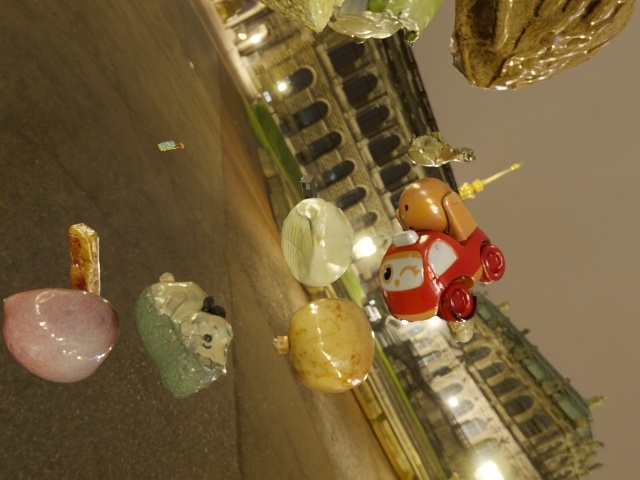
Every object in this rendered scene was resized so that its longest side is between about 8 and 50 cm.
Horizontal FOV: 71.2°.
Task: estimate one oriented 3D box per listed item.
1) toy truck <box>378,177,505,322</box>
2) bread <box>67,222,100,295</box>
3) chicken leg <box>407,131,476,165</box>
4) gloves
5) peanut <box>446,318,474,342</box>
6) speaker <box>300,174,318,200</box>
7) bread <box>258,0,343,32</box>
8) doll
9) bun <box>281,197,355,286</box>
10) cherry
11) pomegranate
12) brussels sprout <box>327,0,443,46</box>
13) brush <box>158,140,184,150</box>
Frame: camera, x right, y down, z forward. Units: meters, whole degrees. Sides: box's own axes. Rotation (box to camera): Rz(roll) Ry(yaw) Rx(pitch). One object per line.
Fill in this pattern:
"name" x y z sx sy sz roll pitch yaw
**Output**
"toy truck" 0.210 0.019 0.882 0.239 0.265 0.189 54 -30 -12
"bread" -0.832 0.082 1.577 0.139 0.077 0.270 29 -62 32
"chicken leg" 0.376 -0.283 1.400 0.103 0.228 0.088 -104 -165 -45
"gloves" 0.262 -0.272 0.540 0.356 0.203 0.155 -26 100 -81
"peanut" 0.455 0.231 1.449 0.099 0.100 0.214 61 37 -32
"speaker" -0.034 -0.141 1.591 0.191 0.040 0.046 81 24 -44
"bread" -0.127 -0.611 0.908 0.376 0.165 0.236 32 -5 13
"doll" -0.359 0.245 1.196 0.349 0.248 0.247 55 -4 47
"bun" 0.000 0.000 1.120 0.229 0.145 0.229 28 -56 52
"cherry" -0.609 0.220 1.041 0.239 0.240 0.205 59 13 -59
"pomegranate" 0.009 0.355 1.519 0.342 0.343 0.342 62 2 -4
"brussels sprout" 0.156 -0.795 1.291 0.342 0.426 0.360 -146 -113 -69
"brush" -0.395 -0.255 1.199 0.018 0.021 0.083 58 33 5
